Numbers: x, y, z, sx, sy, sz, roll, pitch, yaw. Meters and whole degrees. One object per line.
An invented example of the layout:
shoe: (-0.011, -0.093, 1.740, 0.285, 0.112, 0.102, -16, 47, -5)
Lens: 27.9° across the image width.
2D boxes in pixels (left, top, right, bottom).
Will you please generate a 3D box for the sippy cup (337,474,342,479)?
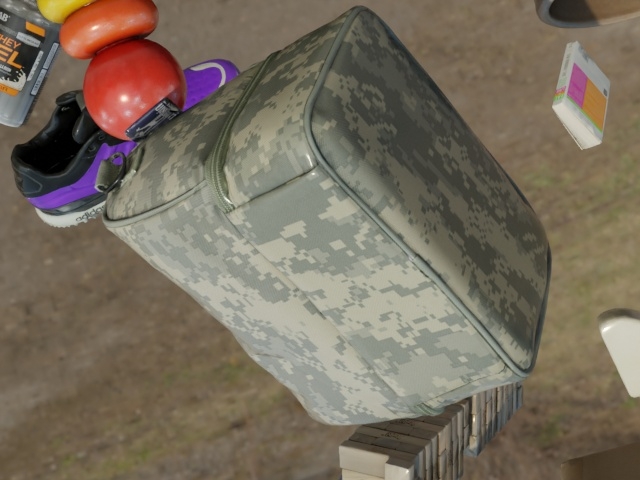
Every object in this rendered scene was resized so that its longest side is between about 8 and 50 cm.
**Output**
sippy cup: (0.073, 0.458, 1.821, 0.240, 0.224, 0.306, 21, 174, -43)

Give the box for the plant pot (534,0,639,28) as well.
plant pot: (0.338, -0.392, 1.440, 0.263, 0.229, 0.263, -15, 168, -3)

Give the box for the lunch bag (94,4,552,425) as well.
lunch bag: (0.000, 0.000, 1.032, 0.256, 0.212, 0.305, -28, 118, 32)

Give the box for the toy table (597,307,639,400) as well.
toy table: (0.352, 0.147, 1.056, 0.161, 0.274, 0.252, -25, -178, 14)

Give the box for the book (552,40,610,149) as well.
book: (0.396, -0.222, 1.948, 0.035, 0.144, 0.096, -20, 126, 40)

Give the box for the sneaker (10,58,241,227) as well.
sneaker: (-0.224, -0.132, 1.474, 0.293, 0.102, 0.146, -33, 147, -2)

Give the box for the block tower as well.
block tower: (0.135, 0.218, 1.508, 0.097, 0.090, 0.335, 7, -158, 27)

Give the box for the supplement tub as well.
supplement tub: (-0.421, -0.262, 1.764, 0.117, 0.117, 0.190, 14, 103, -58)

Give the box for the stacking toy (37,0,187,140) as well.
stacking toy: (-0.205, -0.244, 1.117, 0.141, 0.330, 0.141, -23, -177, 1)

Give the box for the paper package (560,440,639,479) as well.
paper package: (0.467, 0.482, 1.781, 0.168, 0.309, 0.325, -23, -163, 15)
